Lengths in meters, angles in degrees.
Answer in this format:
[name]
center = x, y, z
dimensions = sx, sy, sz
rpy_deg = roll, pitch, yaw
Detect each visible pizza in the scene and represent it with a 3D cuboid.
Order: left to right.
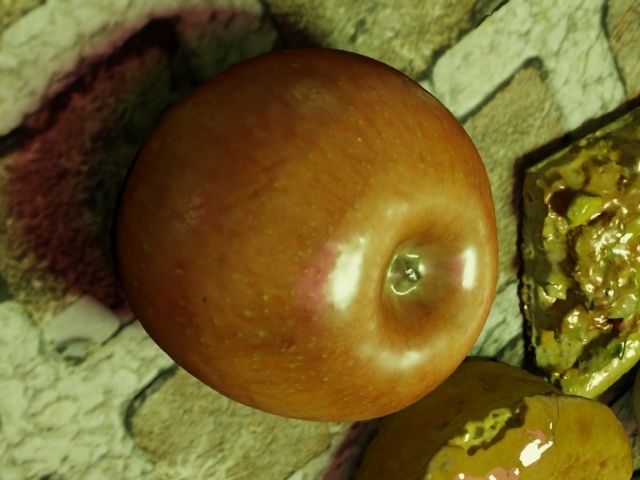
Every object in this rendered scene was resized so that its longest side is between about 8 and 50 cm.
[pizza]
center = 0.297, -0.004, 1.362
dimensions = 0.268, 0.087, 0.258
rpy_deg = -31, 135, -22

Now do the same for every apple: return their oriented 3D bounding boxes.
[apple]
center = 0.000, 0.000, 1.038
dimensions = 0.251, 0.206, 0.272
rpy_deg = -45, 134, -10

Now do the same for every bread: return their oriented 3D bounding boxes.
[bread]
center = 0.140, 0.231, 1.346
dimensions = 0.268, 0.146, 0.268
rpy_deg = -16, 123, -27

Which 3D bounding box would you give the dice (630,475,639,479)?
[dice]
center = 0.366, 0.412, 1.549
dimensions = 0.270, 0.270, 0.271
rpy_deg = -18, 127, -29

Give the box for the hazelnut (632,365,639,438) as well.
[hazelnut]
center = 0.431, 0.136, 1.447
dimensions = 0.261, 0.241, 0.261
rpy_deg = 1, 85, -7
